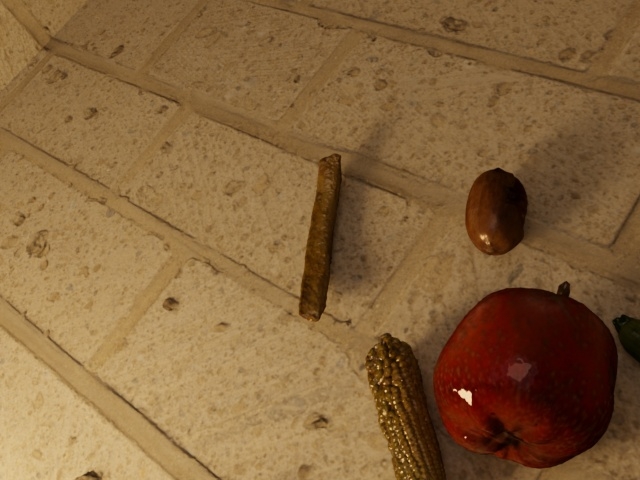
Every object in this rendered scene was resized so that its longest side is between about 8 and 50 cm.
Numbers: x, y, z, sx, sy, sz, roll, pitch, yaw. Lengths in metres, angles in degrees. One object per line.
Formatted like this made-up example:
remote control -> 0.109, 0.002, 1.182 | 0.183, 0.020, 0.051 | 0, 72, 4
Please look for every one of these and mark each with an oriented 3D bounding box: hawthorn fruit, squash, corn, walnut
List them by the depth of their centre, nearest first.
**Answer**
hawthorn fruit -> 0.318, 0.196, 1.133 | 0.275, 0.275, 0.300 | 19, 77, 34
squash -> 0.556, 0.196, 1.144 | 0.069, 0.069, 0.258 | -44, 51, -8
corn -> 0.145, 0.304, 1.250 | 0.097, 0.097, 0.320 | -21, 54, 11
walnut -> 0.333, -0.061, 1.403 | 0.115, 0.116, 0.207 | -6, 49, 22

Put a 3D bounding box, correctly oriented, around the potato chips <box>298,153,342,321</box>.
potato chips -> 0.000, 0.000, 1.535 | 0.057, 0.080, 0.407 | 3, 57, 8
